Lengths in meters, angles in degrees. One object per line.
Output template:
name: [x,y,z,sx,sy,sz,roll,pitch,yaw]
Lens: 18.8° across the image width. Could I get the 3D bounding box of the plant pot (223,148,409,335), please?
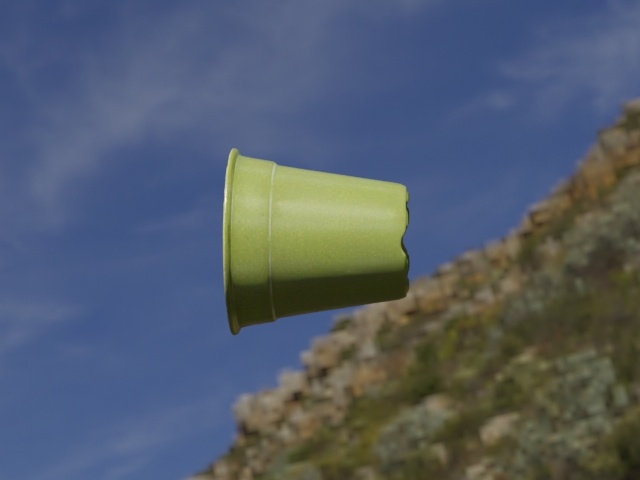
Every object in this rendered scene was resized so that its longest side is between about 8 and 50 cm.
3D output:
plant pot: [0.000,0.000,0.859,0.079,0.083,0.083,-1,-24,3]
